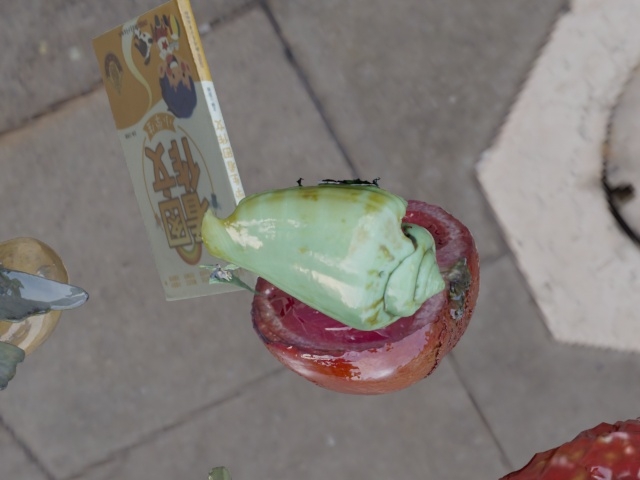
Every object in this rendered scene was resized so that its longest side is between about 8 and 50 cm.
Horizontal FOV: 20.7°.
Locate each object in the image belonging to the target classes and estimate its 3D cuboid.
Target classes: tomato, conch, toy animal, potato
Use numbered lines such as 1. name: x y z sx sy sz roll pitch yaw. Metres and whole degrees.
1. tomato: 0.040 0.059 1.399 0.173 0.189 0.099 2 128 23
2. conch: 0.000 0.000 1.139 0.170 0.079 0.105 13 116 11
3. toy animal: -0.208 0.011 0.920 0.095 0.155 0.219 -16 -178 44
4. potato: -0.307 0.061 1.698 0.147 0.112 0.112 -47 129 11

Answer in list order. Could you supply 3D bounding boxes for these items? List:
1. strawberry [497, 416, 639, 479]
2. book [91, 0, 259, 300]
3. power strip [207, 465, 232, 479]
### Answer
1. strawberry: 0.161 0.203 0.855 0.288 0.250 0.238 3 119 17
2. book: -0.146 -0.087 1.795 0.020 0.208 0.295 -18 93 -32
3. power strip: -0.093 0.329 1.917 0.028 0.076 0.169 -12 124 1
